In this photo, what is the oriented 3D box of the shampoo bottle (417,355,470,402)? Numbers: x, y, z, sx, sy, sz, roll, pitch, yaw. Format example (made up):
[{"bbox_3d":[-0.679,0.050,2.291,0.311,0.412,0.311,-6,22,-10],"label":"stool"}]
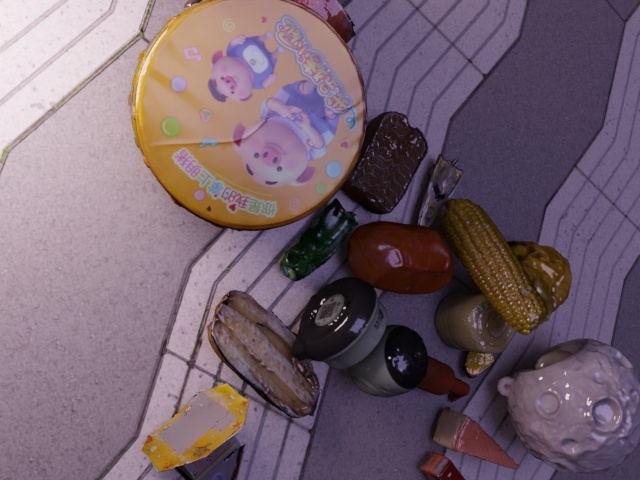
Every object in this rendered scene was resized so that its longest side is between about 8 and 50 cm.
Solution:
[{"bbox_3d":[0.261,0.322,1.686,0.244,0.085,0.085,29,75,-29],"label":"shampoo bottle"}]

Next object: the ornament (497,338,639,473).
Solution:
[{"bbox_3d":[0.641,0.419,1.765,0.337,0.337,0.337,0,89,-31],"label":"ornament"}]

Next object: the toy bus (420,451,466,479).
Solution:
[{"bbox_3d":[0.331,0.615,1.716,0.073,0.096,0.235,-44,109,-21],"label":"toy bus"}]

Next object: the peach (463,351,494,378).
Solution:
[{"bbox_3d":[0.395,0.311,1.781,0.077,0.050,0.083,15,72,-8],"label":"peach"}]

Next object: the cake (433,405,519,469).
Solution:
[{"bbox_3d":[0.373,0.509,1.733,0.225,0.109,0.090,44,69,-22],"label":"cake"}]

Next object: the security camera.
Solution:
[{"bbox_3d":[0.105,0.228,1.509,0.277,0.191,0.197,45,45,-25],"label":"security camera"}]

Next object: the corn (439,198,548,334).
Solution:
[{"bbox_3d":[0.393,0.054,1.634,0.120,0.120,0.363,-17,67,-30],"label":"corn"}]

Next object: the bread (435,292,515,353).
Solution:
[{"bbox_3d":[0.375,0.201,1.719,0.148,0.141,0.134,48,66,-21],"label":"bread"}]

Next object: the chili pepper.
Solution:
[{"bbox_3d":[-0.002,0.000,1.544,0.224,0.061,0.098,-48,126,-25],"label":"chili pepper"}]

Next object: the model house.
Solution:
[{"bbox_3d":[-0.200,0.398,1.336,0.207,0.219,0.136,-39,114,-25],"label":"model house"}]

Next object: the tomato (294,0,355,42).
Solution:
[{"bbox_3d":[-0.048,-0.467,1.477,0.155,0.181,0.214,-41,102,-6],"label":"tomato"}]

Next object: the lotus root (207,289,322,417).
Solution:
[{"bbox_3d":[-0.119,0.245,1.460,0.329,0.078,0.167,52,46,-23],"label":"lotus root"}]

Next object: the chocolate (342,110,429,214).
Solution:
[{"bbox_3d":[0.140,-0.179,1.611,0.148,0.093,0.214,38,72,-26],"label":"chocolate"}]

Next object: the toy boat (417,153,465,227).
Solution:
[{"bbox_3d":[0.277,-0.108,1.708,0.084,0.066,0.210,32,75,-25],"label":"toy boat"}]

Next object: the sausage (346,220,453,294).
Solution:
[{"bbox_3d":[0.180,0.041,1.596,0.268,0.153,0.141,9,45,-31],"label":"sausage"}]

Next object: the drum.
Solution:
[{"bbox_3d":[-0.141,-0.241,1.309,0.430,0.214,0.431,-4,104,-17],"label":"drum"}]

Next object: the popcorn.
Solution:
[{"bbox_3d":[0.526,0.091,1.762,0.190,0.254,0.191,-25,121,17],"label":"popcorn"}]
